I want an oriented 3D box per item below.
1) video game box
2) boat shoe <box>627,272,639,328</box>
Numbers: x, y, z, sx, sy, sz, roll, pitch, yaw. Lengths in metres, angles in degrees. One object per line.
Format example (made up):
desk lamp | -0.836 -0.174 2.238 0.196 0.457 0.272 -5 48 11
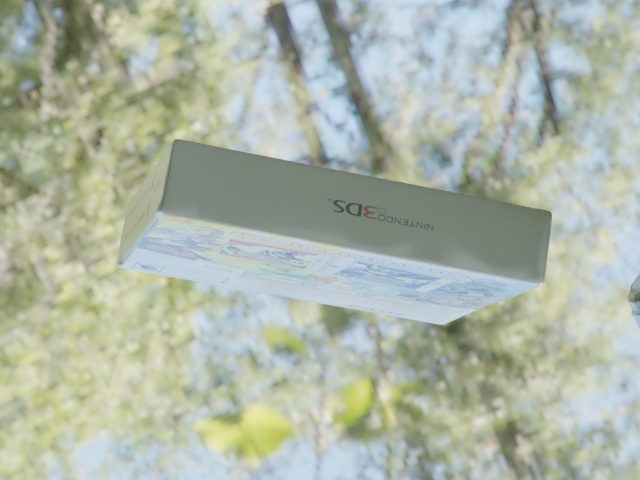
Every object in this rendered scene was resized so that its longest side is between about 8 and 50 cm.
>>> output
video game box | 0.000 0.000 1.042 0.205 0.048 0.187 11 171 -12
boat shoe | 0.293 -0.031 0.943 0.302 0.094 0.109 -39 -172 10
